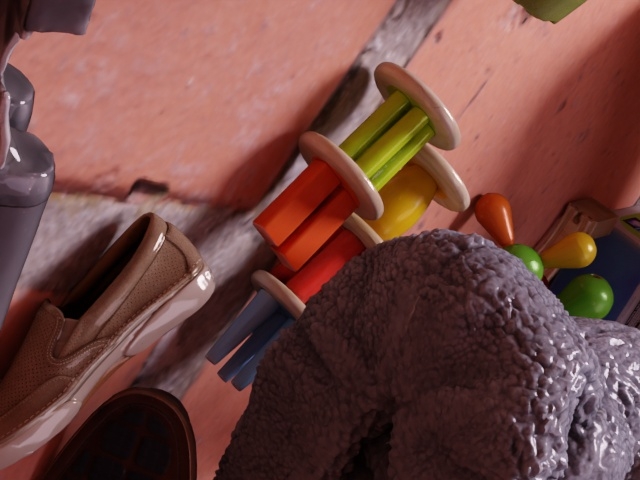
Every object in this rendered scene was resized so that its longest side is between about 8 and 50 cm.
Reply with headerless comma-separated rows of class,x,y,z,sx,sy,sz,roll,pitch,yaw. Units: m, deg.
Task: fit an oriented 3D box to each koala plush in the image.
koala plush,0.098,0.089,0.917,0.221,0.196,0.203,-3,117,-45

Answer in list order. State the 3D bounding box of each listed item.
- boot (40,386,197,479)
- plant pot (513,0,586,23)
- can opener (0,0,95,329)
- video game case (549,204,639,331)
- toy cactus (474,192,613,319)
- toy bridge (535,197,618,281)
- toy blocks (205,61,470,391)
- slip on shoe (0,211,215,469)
boot,-0.095,0.141,0.968,0.106,0.082,0.219,-55,167,-58
plant pot,0.116,-0.144,0.897,0.079,0.083,0.083,-45,160,22
can opener,-0.139,-0.029,0.631,0.095,0.076,0.283,7,127,-26
video game case,0.206,0.091,1.424,0.244,0.061,0.269,-10,134,-55
toy cactus,0.067,0.069,1.123,0.219,0.112,0.180,-33,171,-40
toy bridge,0.127,0.057,1.273,0.063,0.026,0.188,-12,136,-52
toy blocks,0.000,0.000,0.919,0.148,0.054,0.123,-45,157,-12
slip on shoe,-0.106,0.043,0.812,0.135,0.051,0.041,-38,116,-8
